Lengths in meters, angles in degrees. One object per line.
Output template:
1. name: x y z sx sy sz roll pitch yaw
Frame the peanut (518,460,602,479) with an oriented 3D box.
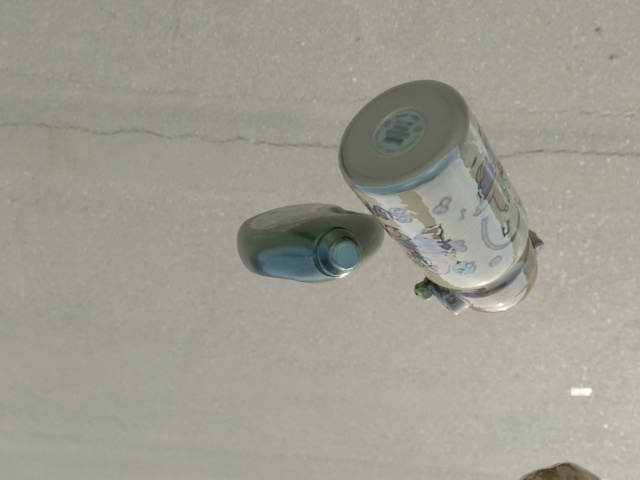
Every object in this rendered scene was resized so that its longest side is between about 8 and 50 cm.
1. peanut: 0.089 0.193 0.361 0.085 0.104 0.228 11 133 -8

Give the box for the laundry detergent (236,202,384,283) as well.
1. laundry detergent: 0.000 0.000 0.699 0.137 0.063 0.211 -11 -173 -18

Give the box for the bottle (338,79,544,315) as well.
1. bottle: 0.097 -0.014 0.560 0.110 0.097 0.209 -38 134 5
